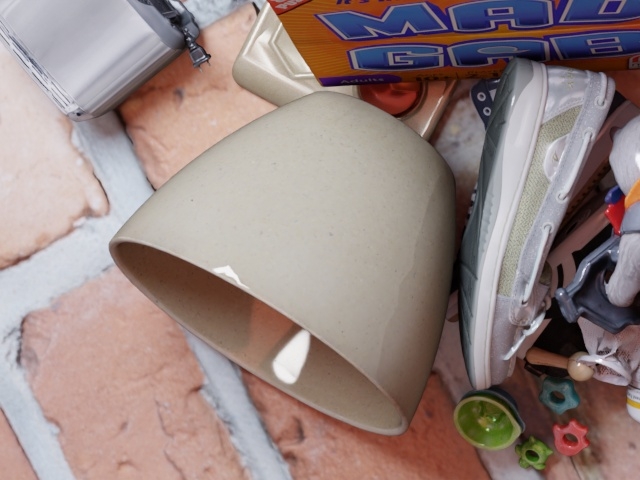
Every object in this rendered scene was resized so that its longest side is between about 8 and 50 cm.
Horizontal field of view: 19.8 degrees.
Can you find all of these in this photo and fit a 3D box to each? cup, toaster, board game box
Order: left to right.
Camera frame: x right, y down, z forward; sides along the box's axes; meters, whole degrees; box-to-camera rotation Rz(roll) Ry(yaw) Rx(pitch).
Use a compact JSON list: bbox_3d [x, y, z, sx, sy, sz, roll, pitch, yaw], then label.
[{"bbox_3d":[-0.228,-0.220,1.825,0.146,0.129,0.227,-40,93,15],"label":"toaster"},{"bbox_3d":[0.000,0.000,1.752,0.331,0.331,0.237,32,75,3],"label":"cup"},{"bbox_3d":[0.145,-0.352,1.597,0.356,0.356,0.356,-3,82,8],"label":"board game box"}]

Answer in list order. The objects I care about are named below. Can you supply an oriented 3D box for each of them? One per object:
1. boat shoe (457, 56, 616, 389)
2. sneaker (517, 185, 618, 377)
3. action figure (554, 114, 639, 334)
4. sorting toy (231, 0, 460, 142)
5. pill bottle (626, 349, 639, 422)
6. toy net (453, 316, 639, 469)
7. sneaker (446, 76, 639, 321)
[{"bbox_3d":[0.191,-0.008,1.686,0.103,0.118,0.320,7,108,-5],"label":"boat shoe"},{"bbox_3d":[0.266,0.050,1.800,0.121,0.079,0.217,39,125,-2],"label":"sneaker"},{"bbox_3d":[0.400,-0.006,1.641,0.330,0.178,0.341,44,80,1],"label":"action figure"},{"bbox_3d":[0.006,-0.235,1.831,0.307,0.041,0.229,28,100,3],"label":"sorting toy"},{"bbox_3d":[0.359,0.111,1.788,0.117,0.117,0.215,1,98,8],"label":"pill bottle"},{"bbox_3d":[0.241,0.154,1.794,0.122,0.045,0.232,47,130,-5],"label":"toy net"},{"bbox_3d":[0.176,-0.063,1.803,0.153,0.099,0.282,42,105,7],"label":"sneaker"}]
